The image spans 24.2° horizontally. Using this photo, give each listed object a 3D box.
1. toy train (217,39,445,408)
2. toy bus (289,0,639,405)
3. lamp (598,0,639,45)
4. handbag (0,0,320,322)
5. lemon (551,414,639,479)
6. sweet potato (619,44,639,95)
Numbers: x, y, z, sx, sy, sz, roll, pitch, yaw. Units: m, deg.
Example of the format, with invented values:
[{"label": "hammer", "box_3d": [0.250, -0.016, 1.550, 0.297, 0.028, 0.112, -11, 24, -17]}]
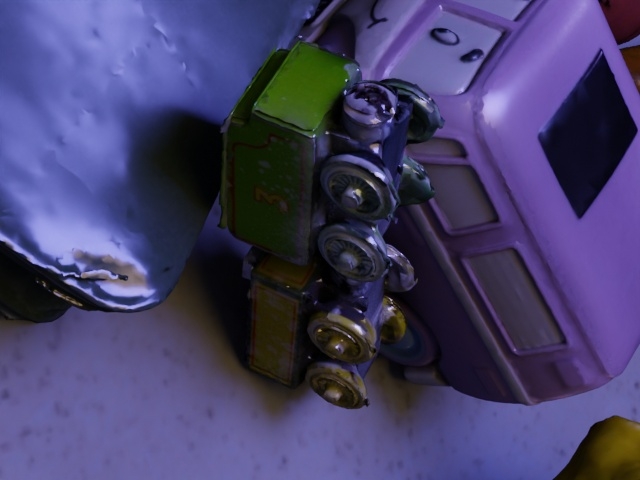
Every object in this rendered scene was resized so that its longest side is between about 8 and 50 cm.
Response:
[{"label": "toy train", "box_3d": [0.000, 0.000, 0.638, 0.081, 0.202, 0.060, 23, 55, 13]}, {"label": "toy bus", "box_3d": [0.077, -0.036, 0.713, 0.142, 0.142, 0.202, -50, 122, -33]}, {"label": "lamp", "box_3d": [0.142, -0.149, 0.827, 0.101, 0.101, 0.090, 20, 107, -36]}, {"label": "handbag", "box_3d": [-0.125, -0.126, 0.610, 0.247, 0.079, 0.260, 41, 59, -28]}, {"label": "lemon", "box_3d": [0.170, 0.227, 0.697, 0.267, 0.267, 0.267, 7, 78, -39]}, {"label": "sweet potato", "box_3d": [0.219, -0.101, 0.907, 0.265, 0.057, 0.057, -9, 89, -42]}]
